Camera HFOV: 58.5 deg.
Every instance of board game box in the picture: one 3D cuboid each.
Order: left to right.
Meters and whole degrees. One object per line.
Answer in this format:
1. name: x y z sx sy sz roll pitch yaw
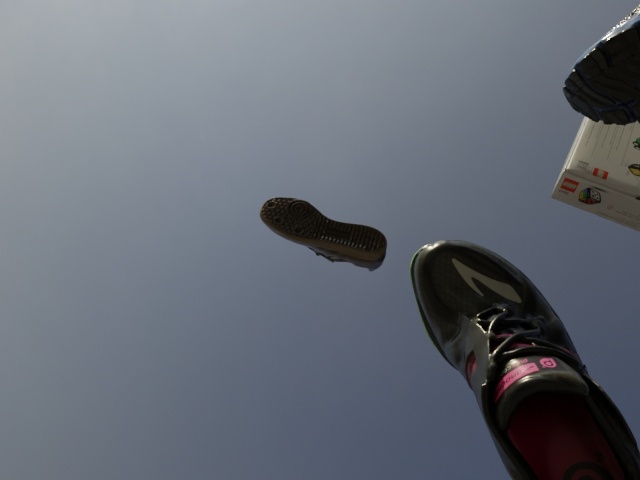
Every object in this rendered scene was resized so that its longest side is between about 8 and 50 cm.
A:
1. board game box: 0.452 -0.124 0.780 0.193 0.305 0.053 26 -41 17

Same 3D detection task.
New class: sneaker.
1. sneaker: 0.000 0.000 0.809 0.188 0.066 0.071 21 -34 13
2. sneaker: 0.267 0.166 0.728 0.185 0.202 0.483 -29 -126 0
3. sneaker: 0.278 -0.164 0.411 0.083 0.087 0.221 44 -43 -8
